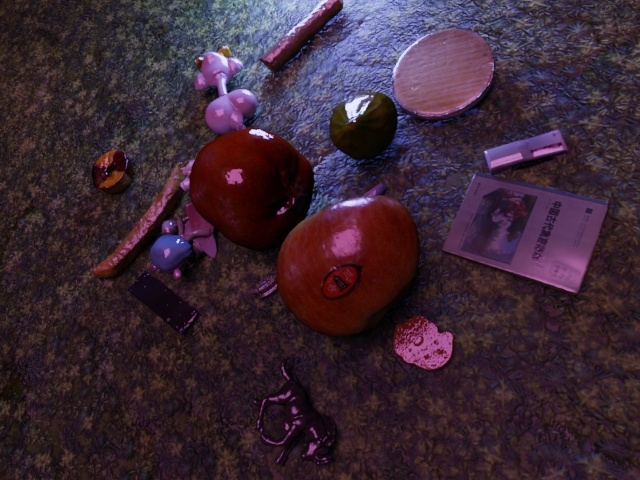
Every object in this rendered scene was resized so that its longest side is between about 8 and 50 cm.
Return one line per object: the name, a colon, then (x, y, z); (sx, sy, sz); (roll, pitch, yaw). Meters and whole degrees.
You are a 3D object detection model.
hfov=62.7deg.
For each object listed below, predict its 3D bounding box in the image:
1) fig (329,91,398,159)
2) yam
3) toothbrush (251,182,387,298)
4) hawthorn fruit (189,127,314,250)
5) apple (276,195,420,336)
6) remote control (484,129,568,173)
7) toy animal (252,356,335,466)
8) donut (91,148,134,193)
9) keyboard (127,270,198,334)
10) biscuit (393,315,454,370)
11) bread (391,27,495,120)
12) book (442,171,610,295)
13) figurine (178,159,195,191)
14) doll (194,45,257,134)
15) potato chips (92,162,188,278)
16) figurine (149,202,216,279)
fig: (0.104, -0.262, 1.243); (0.167, 0.167, 0.233); (-17, 36, 15)
yam: (-0.050, -0.608, 1.531); (0.299, 0.066, 0.066); (-44, 59, 0)
toothbrush: (0.000, 0.000, 1.255); (0.413, 0.042, 0.035); (-41, 58, -1)
hawthorn fruit: (-0.166, -0.131, 1.238); (0.311, 0.295, 0.295); (35, 84, 20)
apple: (0.067, 0.060, 1.070); (0.309, 0.277, 0.250); (-32, 69, 36)
remote control: (0.451, -0.195, 1.158); (0.166, 0.029, 0.065); (-15, 62, 15)
toy animal: (-0.058, 0.369, 1.101); (0.148, 0.084, 0.233); (-26, 58, -4)
donut: (-0.629, -0.207, 1.594); (0.140, 0.059, 0.140); (-9, 64, 19)
keyboard: (-0.408, 0.159, 1.362); (0.231, 0.023, 0.072); (30, 74, 30)
biscuit: (0.210, 0.212, 1.082); (0.130, 0.019, 0.102); (22, 78, 29)
bread: (0.303, -0.411, 1.309); (0.267, 0.040, 0.267); (-9, 65, 20)
book: (0.422, -0.025, 1.098); (0.282, 0.025, 0.215); (18, 74, 30)
figurine: (-0.280, -0.200, 1.417); (0.229, 0.137, 0.112); (-33, 91, 10)
doll: (-0.281, -0.439, 1.534); (0.160, 0.094, 0.365); (-25, 61, 2)
potato chips: (-0.485, -0.046, 1.463); (0.080, 0.057, 0.407); (33, 83, 27)
figurine: (-0.363, -0.030, 1.381); (0.205, 0.103, 0.260); (19, 66, 26)
